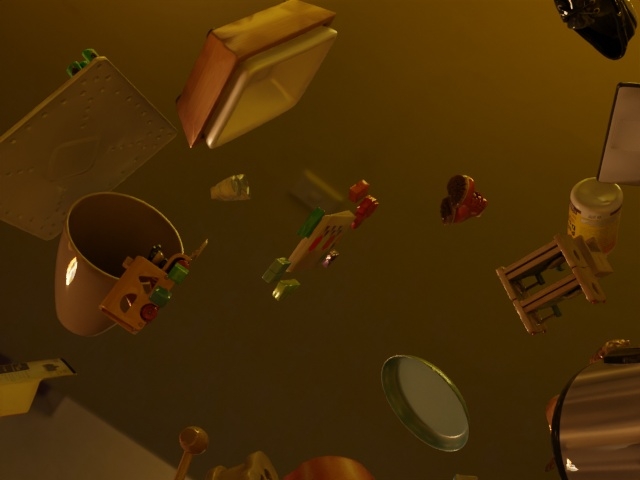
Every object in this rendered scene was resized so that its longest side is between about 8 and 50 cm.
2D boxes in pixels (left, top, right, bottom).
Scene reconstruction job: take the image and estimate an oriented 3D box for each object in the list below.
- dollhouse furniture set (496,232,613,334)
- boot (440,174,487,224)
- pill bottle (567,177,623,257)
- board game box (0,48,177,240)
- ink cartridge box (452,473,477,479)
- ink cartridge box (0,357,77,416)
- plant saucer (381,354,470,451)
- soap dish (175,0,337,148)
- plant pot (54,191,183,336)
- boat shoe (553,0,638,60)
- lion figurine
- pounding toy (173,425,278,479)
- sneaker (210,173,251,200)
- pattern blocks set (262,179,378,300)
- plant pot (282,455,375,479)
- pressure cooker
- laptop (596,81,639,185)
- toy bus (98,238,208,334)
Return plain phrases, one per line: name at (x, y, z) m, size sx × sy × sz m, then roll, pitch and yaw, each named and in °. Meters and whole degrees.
dollhouse furniture set at (0.425, 0.077, 1.444) m, size 0.129 × 0.128 × 0.184 m, roll -34°, pitch 159°, yaw 30°
boot at (0.288, -0.084, 1.609) m, size 0.158 × 0.085 × 0.059 m, roll 97°, pitch -14°, yaw -66°
pill bottle at (0.652, -0.039, 1.972) m, size 0.117 × 0.117 × 0.215 m, roll -59°, pitch 151°, yaw -35°
board game box at (-0.522, -0.184, 1.708) m, size 0.390 × 0.050 × 0.390 m, roll -40°, pitch 161°, yaw 0°
ink cartridge box at (0.306, 0.536, 1.780) m, size 0.083 × 0.048 × 0.028 m, roll 98°, pitch 0°, yaw -50°
ink cartridge box at (-0.614, 0.261, 1.403) m, size 0.176 × 0.371 × 0.069 m, roll -176°, pitch -99°, yaw -65°
plant saucer at (0.303, 0.451, 2.334) m, size 0.044 × 0.317 × 0.317 m, roll -33°, pitch 176°, yaw -32°
soap dish at (-0.119, -0.309, 1.502) m, size 0.291 × 0.118 × 0.229 m, roll -38°, pitch 170°, yaw -45°
plant pot at (-0.472, 0.080, 1.798) m, size 0.274 × 0.257 × 0.256 m, roll -53°, pitch -173°, yaw 34°
boat shoe at (0.555, -0.482, 1.719) m, size 0.127 × 0.340 × 0.113 m, roll 5°, pitch -105°, yaw 40°
lion figurine at (0.667, 0.423, 2.083) m, size 0.392 × 0.142 × 0.240 m, roll -41°, pitch -122°, yaw 42°
pounding toy at (-0.133, 0.394, 1.158) m, size 0.155 × 0.269 × 0.154 m, roll -22°, pitch 164°, yaw 5°
sneaker at (-0.184, -0.106, 1.696) m, size 0.061 × 0.053 × 0.152 m, roll -15°, pitch 177°, yaw 11°
pattern blocks set at (0.000, 0.000, 1.599) m, size 0.285 × 0.026 × 0.325 m, roll -51°, pitch 167°, yaw 4°
plant pot at (0.031, 0.529, 1.427) m, size 0.272 × 0.272 × 0.265 m, roll -52°, pitch -161°, yaw 11°
pressure cooker at (0.705, 0.377, 1.552) m, size 0.370 × 0.375 × 0.420 m, roll -50°, pitch -168°, yaw -32°
laptop at (0.764, -0.097, 1.621) m, size 0.382 × 0.408 × 0.236 m, roll 66°, pitch 34°, yaw -63°
toy bus at (-0.318, 0.072, 1.510) m, size 0.191 × 0.104 × 0.202 m, roll -50°, pitch -171°, yaw 24°
